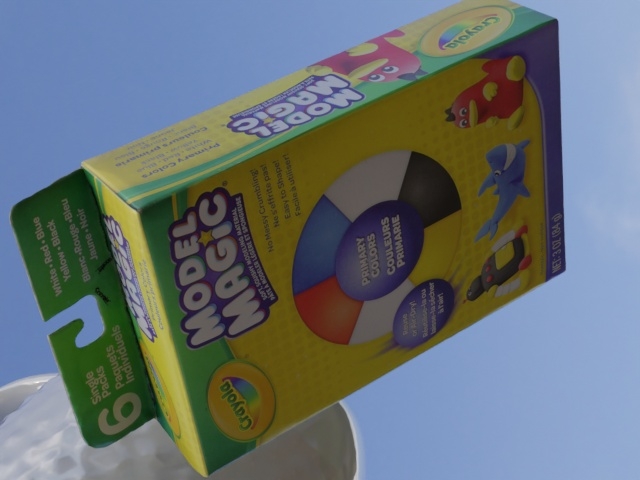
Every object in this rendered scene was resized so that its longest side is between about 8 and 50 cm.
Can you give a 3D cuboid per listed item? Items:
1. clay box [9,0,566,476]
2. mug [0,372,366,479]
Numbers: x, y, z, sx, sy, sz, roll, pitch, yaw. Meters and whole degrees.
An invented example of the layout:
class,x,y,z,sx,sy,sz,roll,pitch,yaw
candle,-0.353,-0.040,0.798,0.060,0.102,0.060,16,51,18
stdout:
class,x,y,z,sx,sy,sz,roll,pitch,yaw
clay box,0.000,0.000,0.471,0.222,0.053,0.128,-28,-52,-24
mug,-0.161,0.211,0.817,0.328,0.374,0.276,-54,-42,-24
